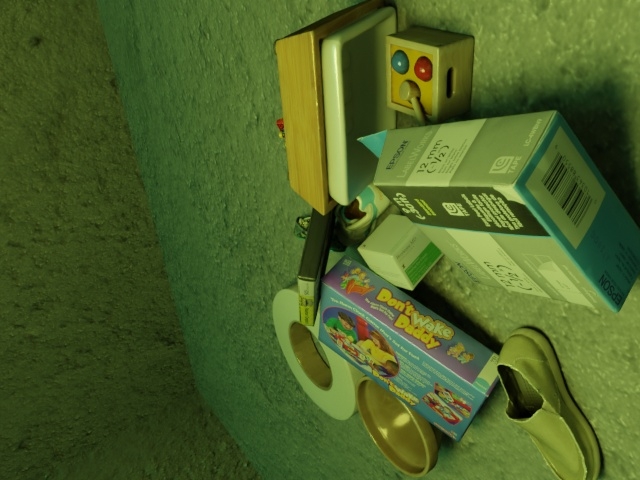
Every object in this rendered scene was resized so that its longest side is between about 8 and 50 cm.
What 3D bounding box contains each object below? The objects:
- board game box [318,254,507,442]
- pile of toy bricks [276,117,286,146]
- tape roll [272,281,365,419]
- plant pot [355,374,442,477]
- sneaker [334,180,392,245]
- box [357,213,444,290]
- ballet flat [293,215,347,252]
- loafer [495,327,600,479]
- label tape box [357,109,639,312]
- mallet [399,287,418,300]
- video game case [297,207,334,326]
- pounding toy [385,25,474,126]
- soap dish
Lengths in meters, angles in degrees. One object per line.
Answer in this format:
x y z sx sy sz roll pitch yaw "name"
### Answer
0.154 0.206 1.101 0.347 0.078 0.233 34 149 21 "board game box"
-0.006 -0.203 1.171 0.212 0.117 0.105 56 -145 -57 "pile of toy bricks"
-0.002 0.297 1.587 0.392 0.072 0.392 40 142 40 "tape roll"
0.188 0.379 1.273 0.237 0.109 0.238 40 143 39 "plant pot"
0.067 -0.052 1.164 0.087 0.092 0.229 56 152 15 "sneaker"
0.145 0.018 1.051 0.102 0.101 0.087 12 142 56 "box"
-0.004 -0.021 1.353 0.188 0.070 0.070 18 127 51 "ballet flat"
0.348 0.275 0.928 0.269 0.092 0.102 65 153 1 "loafer"
0.207 -0.039 0.786 0.249 0.115 0.347 40 162 -29 "label tape box"
0.216 0.160 1.139 0.189 0.039 0.062 44 144 27 "mallet"
0.000 0.000 1.143 0.248 0.035 0.275 92 -171 -63 "video game case"
0.155 -0.225 0.863 0.130 0.100 0.141 35 140 45 "pounding toy"
0.031 -0.221 0.942 0.118 0.229 0.291 15 128 26 "soap dish"
